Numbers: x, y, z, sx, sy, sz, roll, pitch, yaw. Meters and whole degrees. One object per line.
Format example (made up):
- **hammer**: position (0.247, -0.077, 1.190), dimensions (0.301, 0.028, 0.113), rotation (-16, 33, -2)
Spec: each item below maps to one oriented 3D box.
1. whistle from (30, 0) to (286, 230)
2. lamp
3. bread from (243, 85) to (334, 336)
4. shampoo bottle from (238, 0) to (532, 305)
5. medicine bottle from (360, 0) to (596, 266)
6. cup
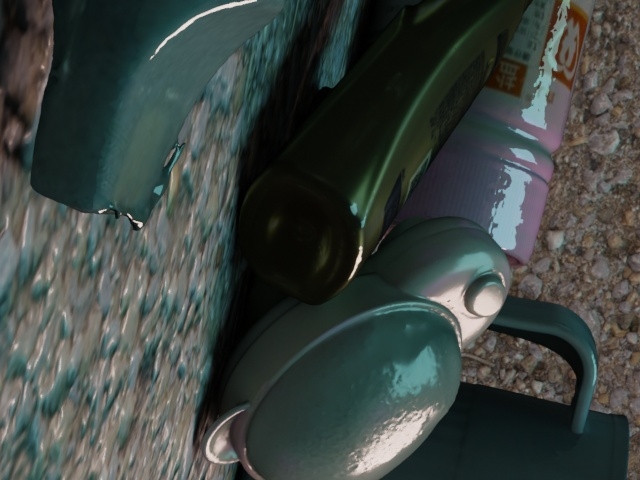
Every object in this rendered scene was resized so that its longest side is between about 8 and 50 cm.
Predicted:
- **whistle**: position (-0.034, -0.136, 0.402), dimensions (0.180, 0.093, 0.269), rotation (-6, 116, -83)
- **lamp**: position (0.038, 0.090, 0.929), dimensions (0.246, 0.108, 0.179), rotation (-43, 148, -3)
- **bread**: position (0.000, 0.000, 1.028), dimensions (0.172, 0.064, 0.232), rotation (86, 20, -63)
- **shampoo bottle**: position (0.062, -0.102, 0.937), dimensions (0.350, 0.084, 0.125), rotation (-53, 170, -41)
- **medicine bottle**: position (0.135, -0.150, 1.249), dimensions (0.202, 0.202, 0.315), rotation (51, 52, -82)
- **cup**: position (0.092, 0.221, 1.176), dimensions (0.331, 0.311, 0.256), rotation (96, 10, -46)
